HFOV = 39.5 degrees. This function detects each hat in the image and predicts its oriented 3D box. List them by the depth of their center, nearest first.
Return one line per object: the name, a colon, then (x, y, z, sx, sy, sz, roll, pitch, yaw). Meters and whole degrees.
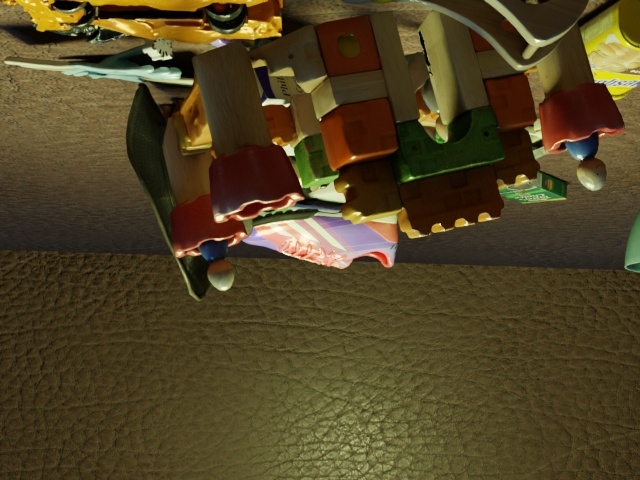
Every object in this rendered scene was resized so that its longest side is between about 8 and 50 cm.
hat: (-0.165, -0.084, 1.311, 0.134, 0.331, 0.331, -15, 170, 6)

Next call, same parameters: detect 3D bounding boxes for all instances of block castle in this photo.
block castle: (0.070, -0.095, 0.971, 0.454, 0.212, 0.303, -13, 175, -21)

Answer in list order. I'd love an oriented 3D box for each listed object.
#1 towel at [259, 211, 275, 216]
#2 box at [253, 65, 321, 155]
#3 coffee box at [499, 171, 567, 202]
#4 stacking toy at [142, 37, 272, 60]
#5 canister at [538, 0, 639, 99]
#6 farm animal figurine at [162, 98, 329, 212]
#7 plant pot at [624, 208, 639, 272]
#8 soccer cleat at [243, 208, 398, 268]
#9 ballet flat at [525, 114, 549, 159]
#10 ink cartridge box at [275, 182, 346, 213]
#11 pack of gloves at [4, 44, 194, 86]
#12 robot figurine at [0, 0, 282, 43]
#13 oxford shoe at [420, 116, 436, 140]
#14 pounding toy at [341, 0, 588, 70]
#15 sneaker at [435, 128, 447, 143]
towel: (-0.025, -0.081, 2.356, 0.248, 0.038, 0.325, -6, 167, 37)
box: (-0.057, -0.173, 1.161, 0.137, 0.072, 0.126, -4, 153, -39)
coffee box: (0.446, -0.118, 1.936, 0.113, 0.040, 0.184, -5, 169, 39)
stacking toy: (-0.096, -0.247, 1.146, 0.167, 0.052, 0.221, -3, 171, 36)
canister: (0.361, -0.229, 1.076, 0.126, 0.073, 0.170, 4, 170, -16)
farm animal figurine: (-0.120, -0.127, 1.564, 0.327, 0.172, 0.330, -2, 171, 27)
plant pot: (0.785, -0.038, 1.854, 0.290, 0.195, 0.290, 2, 171, 0)
soccer cleat: (0.000, 0.000, 1.682, 0.318, 0.116, 0.109, -3, 176, -20)
ballet flat: (0.368, -0.176, 1.456, 0.068, 0.072, 0.213, 10, 171, -11)
ink cartridge box: (0.021, -0.121, 1.753, 0.278, 0.117, 0.201, -6, 170, 43)
pack of gloves: (-0.279, -0.248, 1.233, 0.232, 0.046, 0.195, 7, -173, 12)
robot figurine: (-0.184, -0.265, 0.926, 0.291, 0.085, 0.211, 2, 172, -3)
oxford shoe: (0.011, -0.162, 1.329, 0.364, 0.132, 0.130, 5, -170, -18)
pounding toy: (0.151, -0.232, 0.819, 0.270, 0.154, 0.155, 3, 172, -1)
sneaker: (0.215, -0.156, 1.609, 0.124, 0.109, 0.295, 26, 173, -1)
